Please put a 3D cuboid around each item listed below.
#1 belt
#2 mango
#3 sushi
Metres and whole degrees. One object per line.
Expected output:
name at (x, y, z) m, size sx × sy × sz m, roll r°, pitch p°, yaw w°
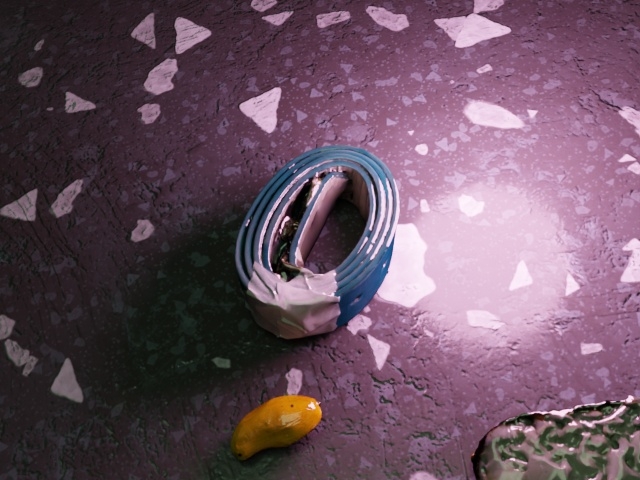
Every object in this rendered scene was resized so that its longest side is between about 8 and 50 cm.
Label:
belt at (0.001, -0.002, 1.611) m, size 0.300 × 0.173 × 0.436 m, roll 21°, pitch 64°, yaw 15°
mango at (-0.086, 0.353, 1.465) m, size 0.190 × 0.075 × 0.098 m, roll -24°, pitch 53°, yaw 0°
sushi at (0.436, 0.400, 1.301) m, size 0.348 × 0.207 × 0.234 m, roll -6°, pitch 70°, yaw 10°
